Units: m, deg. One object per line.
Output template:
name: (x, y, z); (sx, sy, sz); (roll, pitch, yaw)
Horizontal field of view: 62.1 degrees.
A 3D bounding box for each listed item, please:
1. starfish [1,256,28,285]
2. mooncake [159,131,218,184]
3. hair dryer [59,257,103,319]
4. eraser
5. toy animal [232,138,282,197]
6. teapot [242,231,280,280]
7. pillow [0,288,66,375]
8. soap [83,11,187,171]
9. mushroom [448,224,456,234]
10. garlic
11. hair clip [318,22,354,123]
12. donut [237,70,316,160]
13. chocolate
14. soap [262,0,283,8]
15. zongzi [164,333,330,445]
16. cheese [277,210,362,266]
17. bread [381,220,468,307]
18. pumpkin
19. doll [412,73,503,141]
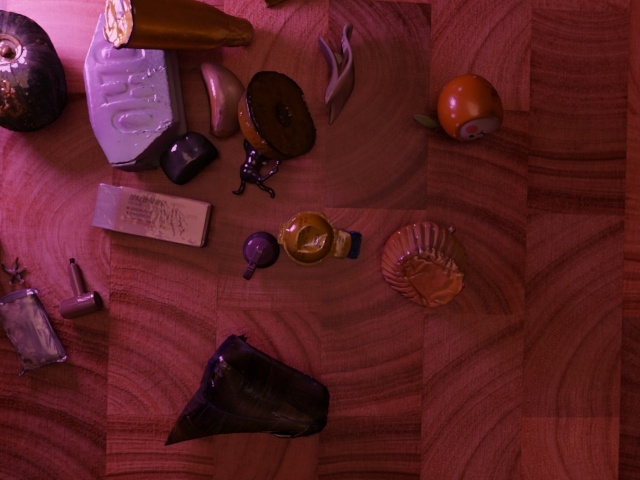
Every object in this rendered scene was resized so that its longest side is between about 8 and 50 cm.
starfish: (-0.940, 0.094, 1.632); (0.078, 0.028, 0.091); (9, 87, -9)
mooncake: (-0.400, -0.250, 1.620); (0.175, 0.168, 0.104); (-36, 81, -34)
hair dryer: (-0.749, 0.142, 1.633); (0.117, 0.064, 0.182); (-16, 83, -2)
eraser: (-0.511, -0.075, 1.632); (0.342, 0.078, 0.144); (11, 89, -2)
toy animal: (-0.191, -0.239, 1.660); (0.147, 0.084, 0.233); (20, 90, 8)
teapot: (-0.195, 0.039, 1.616); (0.148, 0.146, 0.116); (-34, 92, -2)
pillow: (-0.886, 0.275, 1.621); (0.168, 0.059, 0.255); (-22, 93, -3)
soap: (-0.552, -0.439, 1.591); (0.261, 0.156, 0.447); (-7, 91, -4)
mushroom: (0.389, -0.003, 1.683); (0.088, 0.072, 0.130); (47, 123, 11)
garlic: (-0.310, -0.442, 1.629); (0.164, 0.145, 0.245); (-18, 89, 28)
hair clip: (0.059, -0.524, 1.633); (0.113, 0.172, 0.283); (-7, 79, 5)
donut: (-0.137, -0.359, 1.592); (0.271, 0.107, 0.272); (16, 64, -37)
chocolate: (-0.380, -0.599, 1.505); (0.445, 0.162, 0.162); (-14, 91, -48)
soap: (-0.068, -0.877, 1.651); (0.314, 0.091, 0.200); (-21, 93, -3)
zongzi: (-0.217, 0.543, 1.618); (0.403, 0.208, 0.432); (30, 106, -13)
cheese: (0.000, 0.000, 1.667); (0.270, 0.069, 0.177); (9, 91, -14)
bread: (0.315, 0.079, 1.622); (0.273, 0.149, 0.275); (4, 109, 11)
pumpkin: (-0.888, -0.470, 1.519); (0.291, 0.257, 0.328); (-13, 87, -16)
doll: (0.434, -0.396, 1.647); (0.235, 0.213, 0.214); (-22, 92, 40)
